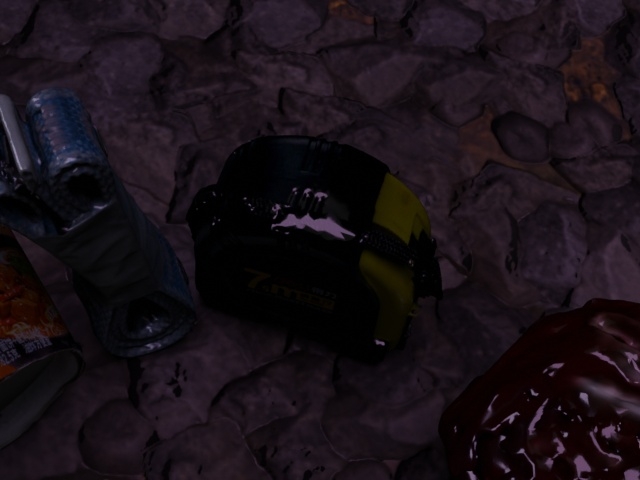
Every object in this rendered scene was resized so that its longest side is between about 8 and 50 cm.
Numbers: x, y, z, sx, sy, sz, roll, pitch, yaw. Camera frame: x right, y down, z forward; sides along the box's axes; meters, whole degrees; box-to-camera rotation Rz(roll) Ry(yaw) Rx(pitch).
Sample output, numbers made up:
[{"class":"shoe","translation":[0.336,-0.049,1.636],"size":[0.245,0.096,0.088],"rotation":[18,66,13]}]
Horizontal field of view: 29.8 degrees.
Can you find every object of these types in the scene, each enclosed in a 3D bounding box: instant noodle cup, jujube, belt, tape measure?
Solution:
[{"class":"instant noodle cup","translation":[-0.283,0.061,0.813],"size":[0.230,0.230,0.182],"rotation":[-35,78,-27]},{"class":"jujube","translation":[0.257,0.204,0.797],"size":[0.258,0.258,0.376],"rotation":[-33,73,-26]},{"class":"belt","translation":[-0.156,0.000,0.818],"size":[0.087,0.302,0.072],"rotation":[-20,63,-1]},{"class":"tape measure","translation":[0.000,0.000,0.908],"size":[0.199,0.186,0.112],"rotation":[15,64,2]}]

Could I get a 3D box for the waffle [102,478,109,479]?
[{"class":"waffle","translation":[-0.183,0.294,0.765],"size":[0.274,0.057,0.168],"rotation":[-37,70,-28]}]
